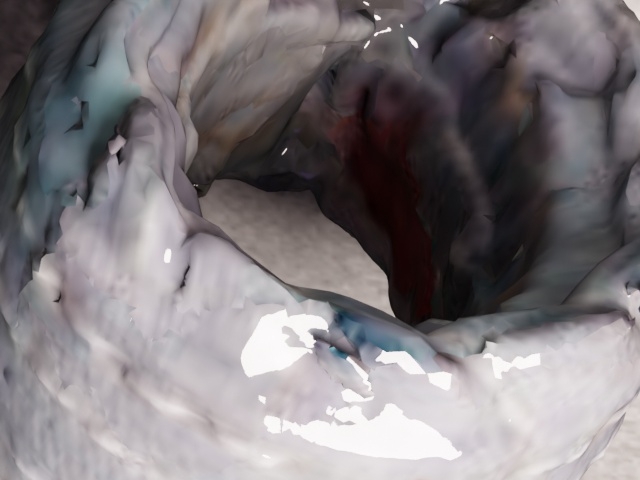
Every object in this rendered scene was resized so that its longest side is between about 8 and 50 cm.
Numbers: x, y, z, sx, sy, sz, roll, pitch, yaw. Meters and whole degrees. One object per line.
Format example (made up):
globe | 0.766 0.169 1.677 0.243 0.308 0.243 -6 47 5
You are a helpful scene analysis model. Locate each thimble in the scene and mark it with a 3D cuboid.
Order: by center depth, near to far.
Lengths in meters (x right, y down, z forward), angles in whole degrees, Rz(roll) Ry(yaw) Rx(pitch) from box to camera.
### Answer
thimble | 0.000 0.000 0.551 0.205 0.236 0.172 30 134 0
